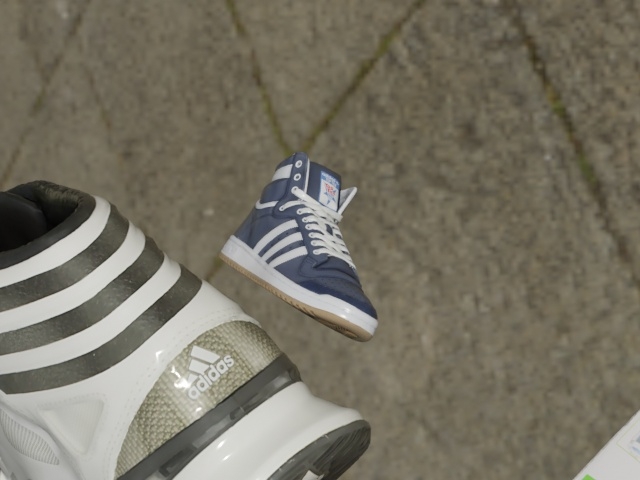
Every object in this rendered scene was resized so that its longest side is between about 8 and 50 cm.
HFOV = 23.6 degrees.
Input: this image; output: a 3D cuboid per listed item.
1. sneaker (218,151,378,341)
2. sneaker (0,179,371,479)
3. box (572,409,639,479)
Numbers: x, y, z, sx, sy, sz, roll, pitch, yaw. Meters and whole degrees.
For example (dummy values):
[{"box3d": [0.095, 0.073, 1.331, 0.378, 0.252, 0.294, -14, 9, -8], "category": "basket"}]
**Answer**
[{"box3d": [0.000, 0.000, 1.659, 0.153, 0.099, 0.282, -57, 34, -2], "category": "sneaker"}, {"box3d": [-0.139, 0.105, 0.919, 0.257, 0.169, 0.447, 49, 150, 9], "category": "sneaker"}, {"box3d": [0.298, 0.240, 1.168, 0.103, 0.114, 0.203, -46, 47, -5], "category": "box"}]
